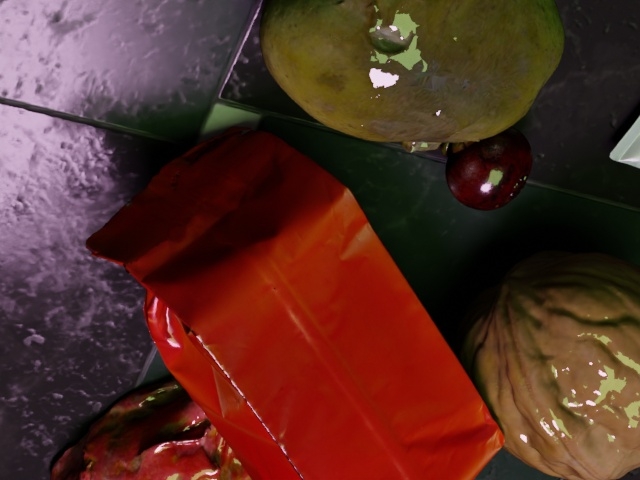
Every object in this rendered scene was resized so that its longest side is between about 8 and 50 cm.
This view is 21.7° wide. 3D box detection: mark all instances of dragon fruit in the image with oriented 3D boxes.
[{"bbox_3d":[-0.095,0.205,1.522,0.262,0.134,0.212,8,112,-23],"label":"dragon fruit"}]

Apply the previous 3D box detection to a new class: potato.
[{"bbox_3d":[0.075,-0.159,1.309,0.197,0.149,0.228,-37,132,27],"label":"potato"}]

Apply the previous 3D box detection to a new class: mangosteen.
[{"bbox_3d":[0.143,-0.065,1.447,0.081,0.081,0.081,-10,127,-13],"label":"mangosteen"}]

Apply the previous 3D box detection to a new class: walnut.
[{"bbox_3d":[0.231,0.109,1.521,0.228,0.228,0.228,-10,127,-13],"label":"walnut"}]

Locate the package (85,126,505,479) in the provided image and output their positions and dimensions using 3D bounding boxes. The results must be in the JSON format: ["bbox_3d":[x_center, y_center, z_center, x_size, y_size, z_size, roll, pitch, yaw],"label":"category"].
[{"bbox_3d":[-0.006,0.106,1.409,0.196,0.123,0.424,-45,120,-23],"label":"package"}]

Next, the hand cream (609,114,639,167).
[{"bbox_3d":[0.362,-0.068,1.538,0.205,0.050,0.078,25,113,-28],"label":"hand cream"}]
